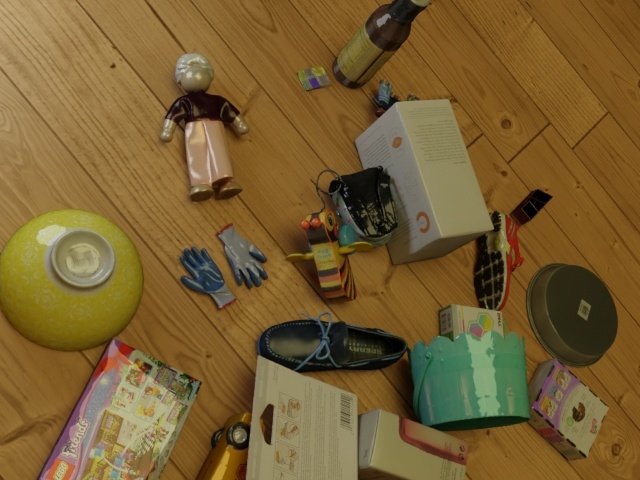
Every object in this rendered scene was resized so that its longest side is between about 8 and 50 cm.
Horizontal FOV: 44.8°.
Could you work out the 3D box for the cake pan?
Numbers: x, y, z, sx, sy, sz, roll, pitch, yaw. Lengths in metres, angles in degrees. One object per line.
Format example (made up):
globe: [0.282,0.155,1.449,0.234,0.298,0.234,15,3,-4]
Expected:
cake pan: [0.689,0.192,2.092,0.293,0.054,0.293,10,67,-24]

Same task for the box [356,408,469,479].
box: [0.179,0.466,1.671,0.232,0.148,0.127,24,61,-17]

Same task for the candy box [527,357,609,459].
candy box: [0.610,0.425,1.952,0.196,0.070,0.165,43,58,-5]

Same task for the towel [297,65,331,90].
towel: [-0.016,-0.418,1.996,0.083,0.009,0.060,-20,82,-32]

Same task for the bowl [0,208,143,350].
bowl: [-0.470,0.056,1.497,0.289,0.156,0.289,9,67,-23]

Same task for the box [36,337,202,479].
box: [-0.377,0.361,1.483,0.201,0.057,0.293,30,60,-14]

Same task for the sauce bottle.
sauce bottle: [0.152,-0.505,1.918,0.111,0.344,0.111,11,65,-25]

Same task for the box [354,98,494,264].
box: [0.247,-0.141,1.901,0.168,0.215,0.345,-8,75,-30]

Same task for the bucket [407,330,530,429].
bucket: [0.334,0.322,1.740,0.281,0.281,0.183,6,67,-25]

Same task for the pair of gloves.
pair of gloves: [-0.213,0.059,1.705,0.198,0.023,0.159,-35,87,-33]

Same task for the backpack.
backpack: [0.113,-0.072,1.862,0.152,0.115,0.182,-20,71,-11]

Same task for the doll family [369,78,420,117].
doll family: [0.206,-0.343,2.047,0.193,0.076,0.111,21,67,-13]

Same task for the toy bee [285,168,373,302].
toy bee: [0.000,0.000,1.745,0.298,0.195,0.162,60,20,9]

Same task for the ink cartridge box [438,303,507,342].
ink cartridge box: [0.397,0.229,1.924,0.209,0.062,0.109,11,66,-24]

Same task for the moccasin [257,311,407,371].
moccasin: [0.034,0.218,1.711,0.342,0.117,0.137,1,70,-27]

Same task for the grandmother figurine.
grandmother figurine: [-0.260,-0.265,1.764,0.208,0.104,0.342,-5,76,-37]

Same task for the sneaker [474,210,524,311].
sneaker: [0.478,0.058,2.012,0.118,0.107,0.279,23,64,-28]

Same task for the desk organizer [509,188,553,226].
desk organizer: [0.586,-0.097,2.153,0.130,0.050,0.047,-41,92,-33]

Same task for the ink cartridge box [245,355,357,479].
ink cartridge box: [-0.043,0.408,1.562,0.261,0.066,0.296,27,42,-23]

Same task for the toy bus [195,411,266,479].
toy bus: [-0.191,0.502,1.492,0.130,0.108,0.332,35,59,-12]
